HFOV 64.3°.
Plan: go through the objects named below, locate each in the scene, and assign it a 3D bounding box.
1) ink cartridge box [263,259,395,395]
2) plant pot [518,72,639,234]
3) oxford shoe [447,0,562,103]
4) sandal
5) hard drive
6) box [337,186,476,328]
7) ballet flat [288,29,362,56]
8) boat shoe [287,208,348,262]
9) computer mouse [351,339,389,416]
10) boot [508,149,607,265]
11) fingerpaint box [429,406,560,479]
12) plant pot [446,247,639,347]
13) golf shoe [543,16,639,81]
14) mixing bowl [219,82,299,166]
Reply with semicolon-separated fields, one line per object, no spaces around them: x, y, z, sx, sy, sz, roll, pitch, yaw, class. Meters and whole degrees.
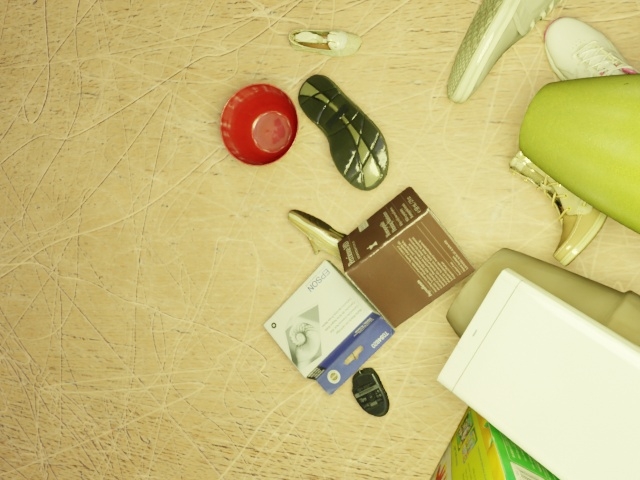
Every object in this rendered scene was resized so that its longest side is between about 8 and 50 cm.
0.015;0.198;1.147;0.223;0.045;0.224;-47;72;10;ink cartridge box
0.500;-0.163;0.850;0.293;0.275;0.274;30;99;37;plant pot
0.399;-0.470;1.007;0.130;0.169;0.449;27;98;-12;oxford shoe
0.060;-0.244;1.126;0.120;0.086;0.302;-36;70;17;sandal
0.378;0.235;0.776;0.353;0.047;0.233;36;112;30;hard drive
0.168;0.030;1.040;0.203;0.168;0.167;-38;109;10;box
0.008;-0.444;1.139;0.168;0.052;0.057;5;93;12;ballet flat
0.000;0.000;1.155;0.190;0.068;0.072;32;110;9;boat shoe
0.088;0.287;1.164;0.071;0.041;0.242;-28;80;20;computer mouse
0.456;-0.095;0.997;0.203;0.095;0.262;32;70;11;boot
0.294;0.533;0.916;0.163;0.445;0.371;26;97;9;fingerpaint box
0.410;0.167;0.969;0.280;0.323;0.323;42;100;24;plant pot
0.554;-0.321;0.981;0.115;0.140;0.306;-39;83;13;golf shoe
-0.124;-0.252;1.152;0.181;0.098;0.181;0;91;13;mixing bowl
